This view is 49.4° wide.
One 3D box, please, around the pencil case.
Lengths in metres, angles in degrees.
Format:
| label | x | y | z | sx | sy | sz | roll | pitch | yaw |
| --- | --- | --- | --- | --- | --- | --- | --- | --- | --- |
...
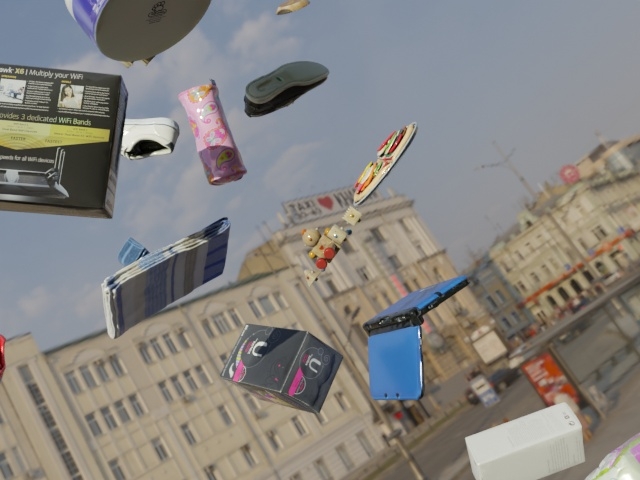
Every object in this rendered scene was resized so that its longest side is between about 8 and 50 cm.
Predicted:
| label | x | y | z | sx | sy | sz | roll | pitch | yaw |
| --- | --- | --- | --- | --- | --- | --- | --- | --- | --- |
| pencil case | -0.299 | -0.298 | 1.948 | 0.124 | 0.284 | 0.124 | -19 | -3 | -1 |

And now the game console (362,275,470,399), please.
| label | x | y | z | sx | sy | sz | roll | pitch | yaw |
| --- | --- | --- | --- | --- | --- | --- | --- | --- | --- |
| game console | 0.223 | 0.228 | 1.604 | 0.250 | 0.173 | 0.293 | -30 | -1 | -22 |

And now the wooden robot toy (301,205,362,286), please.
| label | x | y | z | sx | sy | sz | roll | pitch | yaw |
| --- | --- | --- | --- | --- | --- | --- | --- | --- | --- |
| wooden robot toy | 0.000 | 0.000 | 1.287 | 0.173 | 0.079 | 0.076 | -55 | -3 | 20 |

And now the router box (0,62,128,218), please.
| label | x | y | z | sx | sy | sz | roll | pitch | yaw |
| --- | --- | --- | --- | --- | --- | --- | --- | --- | --- |
| router box | -0.503 | -0.173 | 1.192 | 0.309 | 0.242 | 0.081 | 5 | -14 | -4 |

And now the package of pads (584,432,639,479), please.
| label | x | y | z | sx | sy | sz | roll | pitch | yaw |
| --- | --- | --- | --- | --- | --- | --- | --- | --- | --- |
| package of pads | 0.469 | 0.330 | 0.846 | 0.297 | 0.229 | 0.101 | -8 | -40 | -42 |

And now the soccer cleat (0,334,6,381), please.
| label | x | y | z | sx | sy | sz | roll | pitch | yaw |
| --- | --- | --- | --- | --- | --- | --- | --- | --- | --- |
| soccer cleat | -0.708 | 0.308 | 1.461 | 0.083 | 0.248 | 0.095 | 29 | -62 | -37 |

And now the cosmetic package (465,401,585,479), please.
| label | x | y | z | sx | sy | sz | roll | pitch | yaw |
| --- | --- | --- | --- | --- | --- | --- | --- | --- | --- |
| cosmetic package | 0.432 | 0.441 | 1.467 | 0.231 | 0.085 | 0.117 | -18 | -59 | -1 |

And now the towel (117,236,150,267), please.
| label | x | y | z | sx | sy | sz | roll | pitch | yaw |
| --- | --- | --- | --- | --- | --- | --- | --- | --- | --- |
| towel | -0.452 | 0.036 | 1.670 | 0.029 | 0.119 | 0.067 | 37 | -97 | -37 |

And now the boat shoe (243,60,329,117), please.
| label | x | y | z | sx | sy | sz | roll | pitch | yaw |
| --- | --- | --- | --- | --- | --- | --- | --- | --- | --- |
| boat shoe | -0.080 | -0.356 | 1.626 | 0.233 | 0.084 | 0.079 | -30 | -27 | -28 |

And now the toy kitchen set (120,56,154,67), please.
| label | x | y | z | sx | sy | sz | roll | pitch | yaw |
| --- | --- | --- | --- | --- | --- | --- | --- | --- | --- |
| toy kitchen set | -0.423 | -0.414 | 1.564 | 0.068 | 0.075 | 0.083 | -43 | -55 | 9 |

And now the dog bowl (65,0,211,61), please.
| label | x | y | z | sx | sy | sz | roll | pitch | yaw |
| --- | --- | --- | --- | --- | --- | --- | --- | --- | --- |
| dog bowl | -0.335 | -0.466 | 1.309 | 0.265 | 0.104 | 0.265 | -36 | -11 | -8 |

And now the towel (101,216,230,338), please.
| label | x | y | z | sx | sy | sz | roll | pitch | yaw |
| --- | --- | --- | --- | --- | --- | --- | --- | --- | --- |
| towel | -0.300 | 0.077 | 1.378 | 0.285 | 0.034 | 0.209 | -31 | -24 | -31 |

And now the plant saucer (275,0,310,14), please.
| label | x | y | z | sx | sy | sz | roll | pitch | yaw |
| --- | --- | --- | --- | --- | --- | --- | --- | --- | --- |
| plant saucer | -0.065 | -0.535 | 1.579 | 0.084 | 0.015 | 0.083 | -16 | 28 | 9 |

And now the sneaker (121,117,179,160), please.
| label | x | y | z | sx | sy | sz | roll | pitch | yaw |
| --- | --- | --- | --- | --- | --- | --- | --- | --- | --- |
| sneaker | -0.481 | -0.248 | 1.733 | 0.258 | 0.091 | 0.094 | -6 | -37 | 12 |

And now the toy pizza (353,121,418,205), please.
| label | x | y | z | sx | sy | sz | roll | pitch | yaw |
| --- | --- | --- | --- | --- | --- | --- | --- | --- | --- |
| toy pizza | 0.118 | -0.154 | 1.355 | 0.201 | 0.032 | 0.201 | -53 | 7 | 9 |

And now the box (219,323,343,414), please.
| label | x | y | z | sx | sy | sz | roll | pitch | yaw |
| --- | --- | --- | --- | --- | --- | --- | --- | --- | --- |
| box | -0.102 | 0.320 | 1.764 | 0.270 | 0.143 | 0.165 | -3 | 56 | 50 |
